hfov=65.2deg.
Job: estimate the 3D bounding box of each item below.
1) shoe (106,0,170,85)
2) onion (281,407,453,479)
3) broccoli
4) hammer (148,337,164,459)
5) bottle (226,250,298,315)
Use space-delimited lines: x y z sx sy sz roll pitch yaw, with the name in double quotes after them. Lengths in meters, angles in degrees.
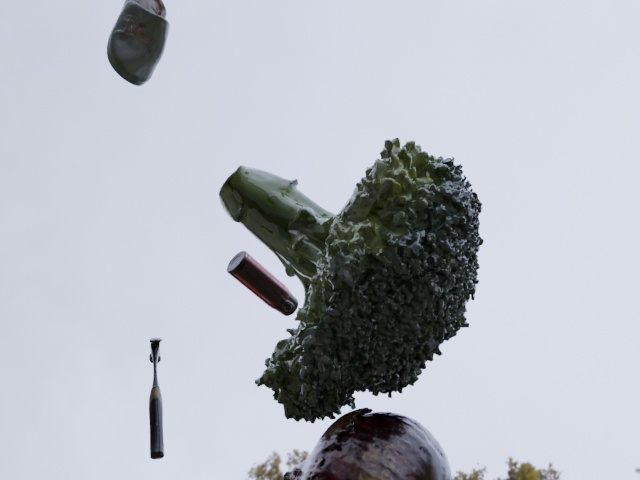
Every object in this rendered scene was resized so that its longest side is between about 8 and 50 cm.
-0.291 -0.353 0.828 0.078 0.079 0.195 -21 -124 38 "shoe"
0.043 0.299 0.524 0.190 0.246 0.246 15 -73 20 "onion"
0.034 -0.012 0.669 0.353 0.275 0.397 -20 -129 4 "broccoli"
-0.253 0.235 0.769 0.201 0.021 0.078 -110 -152 -44 "hammer"
-0.112 0.092 1.015 0.060 0.060 0.164 -28 -60 34 "bottle"
